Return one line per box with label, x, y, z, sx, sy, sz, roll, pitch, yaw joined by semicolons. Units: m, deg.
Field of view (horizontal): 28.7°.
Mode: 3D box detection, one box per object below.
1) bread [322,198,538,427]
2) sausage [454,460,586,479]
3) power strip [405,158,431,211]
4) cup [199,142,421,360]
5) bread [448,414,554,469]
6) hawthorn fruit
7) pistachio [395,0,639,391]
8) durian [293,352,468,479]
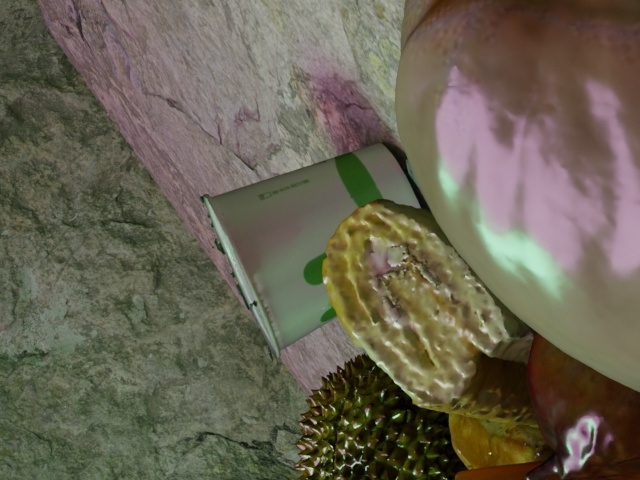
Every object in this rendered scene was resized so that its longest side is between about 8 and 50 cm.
bread;0.169;0.084;1.389;0.236;0.165;0.375;48;-167;30
sausage;0.300;0.344;1.340;0.233;0.287;0.233;36;-131;-56
power strip;0.142;-0.066;1.690;0.051;0.019;0.136;49;164;41
cup;0.000;0.000;1.757;0.253;0.274;0.253;156;90;-82
bread;0.292;0.264;1.610;0.294;0.167;0.132;-157;60;-70
hawthorn fruit;0.279;0.138;1.159;0.208;0.248;0.208;35;159;16
pistachio;0.237;-0.057;0.893;0.445;0.281;0.365;44;159;-5
durian;0.108;0.378;2.154;0.348;0.384;0.347;16;-176;-1
